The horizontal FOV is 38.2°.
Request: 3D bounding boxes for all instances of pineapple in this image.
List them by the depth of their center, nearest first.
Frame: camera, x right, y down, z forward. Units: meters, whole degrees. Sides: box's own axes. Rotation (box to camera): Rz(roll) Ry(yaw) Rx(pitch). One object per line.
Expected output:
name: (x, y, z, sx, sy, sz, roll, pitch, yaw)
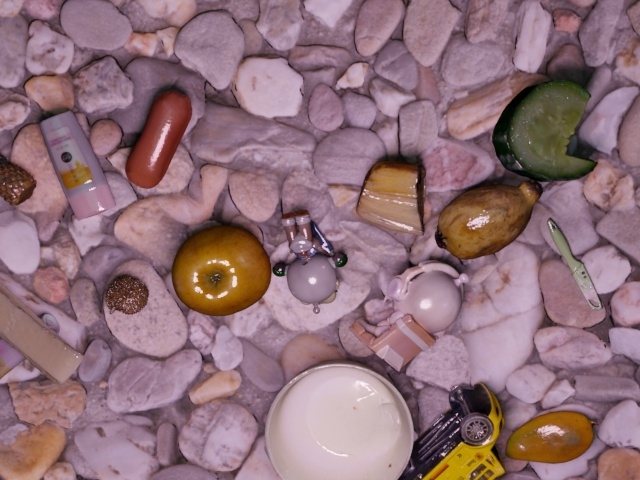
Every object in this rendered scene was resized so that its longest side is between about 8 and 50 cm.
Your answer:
pineapple: (-0.612, -0.136, 1.739, 0.159, 0.074, 0.074, 40, 98, 0)

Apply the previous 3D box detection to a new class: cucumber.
cucumber: (0.405, -0.196, 1.674, 0.191, 0.130, 0.191, 0, 94, -4)

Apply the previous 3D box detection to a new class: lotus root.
lotus root: (0.306, -0.042, 1.677, 0.214, 0.138, 0.138, -33, 97, 29)
lotus root: (0.141, -0.094, 1.716, 0.135, 0.095, 0.159, 12, 139, 5)

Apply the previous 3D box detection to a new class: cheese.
cheese: (-0.621, 0.123, 1.764, 0.400, 0.034, 0.085, 39, 104, 6)

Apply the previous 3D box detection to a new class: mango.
mango: (0.448, 0.385, 1.792, 0.187, 0.066, 0.101, -15, 98, 13)

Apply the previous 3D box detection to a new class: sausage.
sausage: (-0.300, -0.188, 1.717, 0.077, 0.077, 0.194, 26, 99, -2)

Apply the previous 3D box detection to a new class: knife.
knife: (0.485, 0.046, 1.760, 0.030, 0.014, 0.207, -29, 98, 6)

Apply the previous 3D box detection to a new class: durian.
durian: (-0.371, 0.109, 1.762, 0.080, 0.080, 0.091, 35, 55, -4)

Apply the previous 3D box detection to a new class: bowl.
bowl: (0.036, 0.347, 1.755, 0.277, 0.145, 0.277, 1, 100, 3)

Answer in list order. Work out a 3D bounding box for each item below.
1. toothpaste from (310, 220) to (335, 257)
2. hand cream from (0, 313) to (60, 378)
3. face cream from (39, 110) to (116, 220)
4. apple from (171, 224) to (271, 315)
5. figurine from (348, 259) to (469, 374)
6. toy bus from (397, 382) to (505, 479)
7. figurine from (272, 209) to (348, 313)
toothpaste: (0.000, 0.000, 1.765, 0.027, 0.019, 0.083, -36, 96, 31)
hand cream: (-0.590, 0.206, 1.806, 0.174, 0.047, 0.076, -31, 95, 14)
face cream: (-0.460, -0.140, 1.737, 0.084, 0.057, 0.198, -22, 97, 6)
apple: (-0.185, 0.058, 1.709, 0.182, 0.155, 0.182, 0, 95, 6)
figurine: (0.176, 0.131, 1.734, 0.237, 0.141, 0.162, -47, 123, 5)
toy bus: (0.237, 0.432, 1.763, 0.152, 0.144, 0.330, 42, 101, -12)
figurine: (-0.023, 0.037, 1.731, 0.147, 0.093, 0.197, -10, 102, 12)
